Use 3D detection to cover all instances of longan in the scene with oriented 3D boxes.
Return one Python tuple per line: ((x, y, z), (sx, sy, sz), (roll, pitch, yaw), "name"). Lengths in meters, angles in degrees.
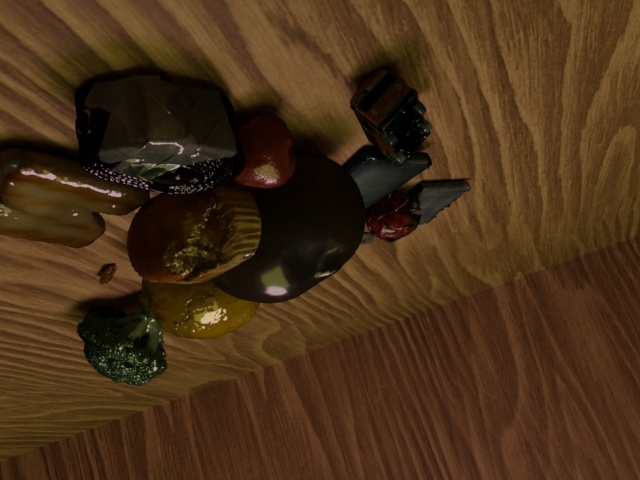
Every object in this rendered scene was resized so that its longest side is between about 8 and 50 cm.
((-0.081, -0.029, 1.714), (0.350, 0.288, 0.288), (-25, 162, -2), "longan")

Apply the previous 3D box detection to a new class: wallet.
((0.075, -0.107, 1.991), (0.190, 0.046, 0.379), (-2, 157, -35), "wallet")
((0.261, -0.092, 2.233), (0.167, 0.036, 0.222), (-4, 156, -33), "wallet")

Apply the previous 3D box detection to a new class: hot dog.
((-0.502, 0.078, 2.044), (0.037, 0.021, 0.083), (-30, 170, -38), "hot dog")

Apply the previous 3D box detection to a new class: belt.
((-0.249, -0.152, 1.372), (0.184, 0.164, 0.289), (-24, 159, 37), "belt")

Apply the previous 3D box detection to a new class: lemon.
((-0.261, 0.098, 1.963), (0.284, 0.261, 0.260), (16, 145, -36), "lemon")

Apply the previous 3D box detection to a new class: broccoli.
((-0.492, 0.250, 2.268), (0.270, 0.270, 0.270), (-50, 157, 3), "broccoli")

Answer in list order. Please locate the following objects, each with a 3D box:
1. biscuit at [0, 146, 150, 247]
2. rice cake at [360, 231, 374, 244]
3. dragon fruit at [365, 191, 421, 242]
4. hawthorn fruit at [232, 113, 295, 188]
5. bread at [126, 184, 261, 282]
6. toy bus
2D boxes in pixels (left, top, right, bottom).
((-0.474, -0.070, 1.520), (0.237, 0.062, 0.290), (-32, 150, 35), "biscuit")
((0.000, 0.000, 2.161), (0.198, 0.037, 0.189), (-3, -179, -43), "rice cake")
((0.177, -0.057, 2.129), (0.142, 0.121, 0.130), (-7, -172, 16), "dragon fruit")
((-0.116, -0.158, 1.541), (0.137, 0.133, 0.133), (-14, 162, -9), "hawthorn fruit")
((-0.236, -0.011, 1.570), (0.250, 0.179, 0.133), (-11, 169, 34), "bread")
((0.128, -0.226, 1.579), (0.098, 0.114, 0.201), (-48, 160, -2), "toy bus")
